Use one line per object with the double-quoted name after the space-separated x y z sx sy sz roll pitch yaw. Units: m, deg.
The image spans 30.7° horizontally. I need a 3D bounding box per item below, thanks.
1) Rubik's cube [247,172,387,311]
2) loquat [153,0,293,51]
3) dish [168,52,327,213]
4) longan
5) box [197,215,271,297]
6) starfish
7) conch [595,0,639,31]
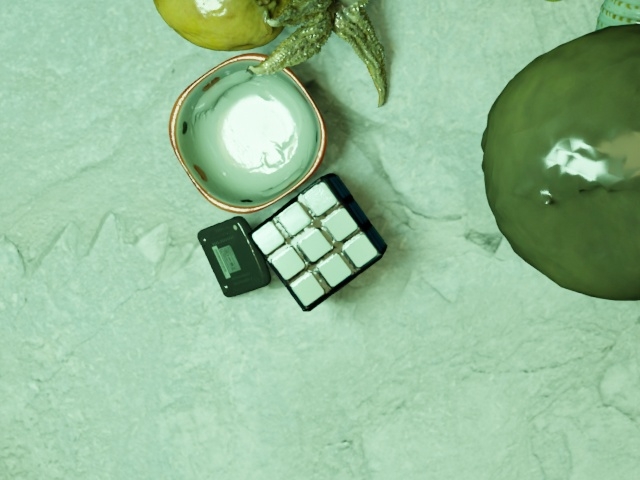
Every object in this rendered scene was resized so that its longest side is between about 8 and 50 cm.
0.000 0.000 1.874 0.163 0.160 0.162 -39 90 8 "Rubik's cube"
-0.151 -0.400 1.831 0.238 0.238 0.193 12 118 5 "loquat"
-0.110 -0.173 1.894 0.256 0.117 0.256 0 94 6 "dish"
0.434 -0.110 1.677 0.404 0.436 0.404 1 86 -22 "longan"
-0.143 0.028 1.922 0.125 0.027 0.126 -20 95 48 "box"
-0.004 -0.340 1.791 0.084 0.293 0.301 16 112 38 "starfish"
0.520 -0.330 1.804 0.172 0.131 0.200 9 95 5 "conch"
